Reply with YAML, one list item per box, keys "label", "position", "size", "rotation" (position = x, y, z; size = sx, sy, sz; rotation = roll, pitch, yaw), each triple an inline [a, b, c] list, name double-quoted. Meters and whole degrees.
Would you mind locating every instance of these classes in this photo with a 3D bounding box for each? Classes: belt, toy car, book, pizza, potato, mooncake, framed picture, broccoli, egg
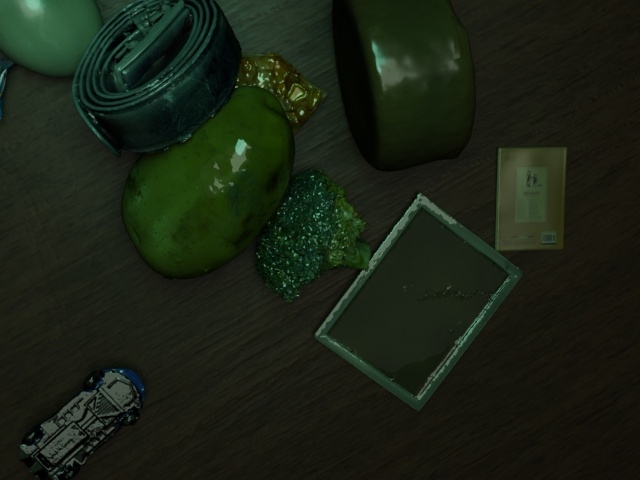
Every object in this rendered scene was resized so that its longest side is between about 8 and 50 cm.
- label: "belt"
  position: [-0.225, -0.228, 1.214]
  size: [0.267, 0.206, 0.116]
  rotation: [-67, 148, -29]
- label: "toy car"
  position: [-0.367, 0.281, 1.401]
  size: [0.216, 0.063, 0.103]
  rotation: [-42, 103, -7]
- label: "book"
  position: [0.346, -0.068, 1.483]
  size: [0.118, 0.012, 0.172]
  rotation: [-1, 99, -9]
- label: "pizza"
  position: [-0.066, -0.210, 1.373]
  size: [0.161, 0.062, 0.182]
  rotation: [-11, 99, -9]
- label: "potato"
  position: [-0.161, -0.082, 1.289]
  size: [0.216, 0.216, 0.304]
  rotation: [32, 119, -12]
- label: "mooncake"
  position: [0.117, -0.242, 1.282]
  size: [0.156, 0.284, 0.284]
  rotation: [-15, 101, -7]
- label: "framed picture"
  position: [0.161, 0.103, 1.478]
  size: [0.231, 0.018, 0.293]
  rotation: [37, 92, -12]
- label: "broccoli"
  position: [0.000, 0.000, 1.391]
  size: [0.194, 0.194, 0.219]
  rotation: [7, 74, -10]
- label: "egg"
  position: [-0.388, -0.312, 1.258]
  size: [0.149, 0.149, 0.192]
  rotation: [-44, 130, 0]

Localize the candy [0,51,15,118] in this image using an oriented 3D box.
- label: "candy"
  position: [-0.487, -0.243, 1.316]
  size: [0.088, 0.038, 0.136]
  rotation: [19, 88, 2]
